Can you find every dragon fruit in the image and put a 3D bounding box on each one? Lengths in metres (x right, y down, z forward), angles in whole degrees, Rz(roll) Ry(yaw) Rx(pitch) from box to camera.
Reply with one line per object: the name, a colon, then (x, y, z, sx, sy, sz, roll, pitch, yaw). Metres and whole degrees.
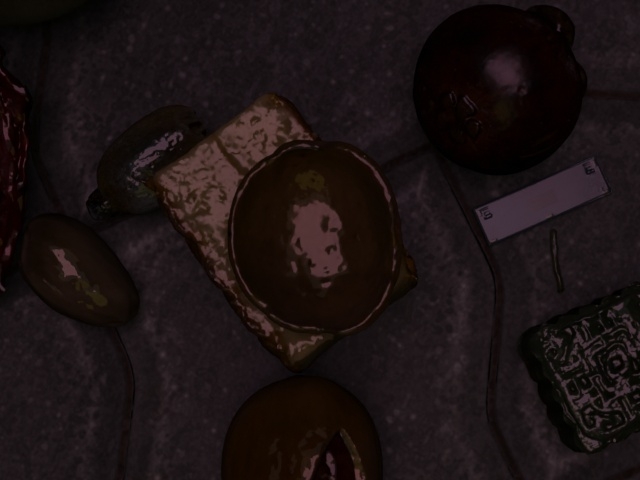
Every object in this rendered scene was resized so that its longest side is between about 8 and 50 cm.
dragon fruit: (-0.500, -0.104, 1.504, 0.286, 0.228, 0.329, 37, 77, -28)

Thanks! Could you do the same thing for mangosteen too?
mangosteen: (0.240, -0.200, 1.441, 0.257, 0.215, 0.215, -34, 81, -36)

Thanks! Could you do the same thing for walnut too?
walnut: (-0.021, 0.313, 1.394, 0.203, 0.203, 0.297, 3, 86, 4)

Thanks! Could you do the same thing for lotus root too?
lotus root: (-0.227, -0.094, 1.503, 0.192, 0.088, 0.113, -38, 89, -1)

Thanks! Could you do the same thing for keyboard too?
keyboard: (0.289, -0.052, 1.499, 0.176, 0.014, 0.055, -24, 83, 1)

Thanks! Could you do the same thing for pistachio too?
pistachio: (-0.315, 0.042, 1.488, 0.185, 0.126, 0.108, 47, 131, 4)

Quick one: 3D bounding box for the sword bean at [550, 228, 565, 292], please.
sword bean: (0.306, 0.027, 1.491, 0.012, 0.012, 0.083, -7, 84, 3)

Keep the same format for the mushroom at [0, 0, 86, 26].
mushroom: (-0.400, -0.442, 1.467, 0.352, 0.260, 0.352, 1, 84, -5)

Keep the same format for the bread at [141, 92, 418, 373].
bread: (-0.037, -0.003, 1.387, 0.207, 0.279, 0.279, -36, 81, -3)

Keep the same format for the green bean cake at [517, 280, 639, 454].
green bean cake: (0.359, 0.159, 1.430, 0.181, 0.094, 0.173, -23, 82, 0)

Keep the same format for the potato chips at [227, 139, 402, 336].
potato chips: (-0.001, -0.001, 1.222, 0.195, 0.062, 0.208, -40, 87, 2)
